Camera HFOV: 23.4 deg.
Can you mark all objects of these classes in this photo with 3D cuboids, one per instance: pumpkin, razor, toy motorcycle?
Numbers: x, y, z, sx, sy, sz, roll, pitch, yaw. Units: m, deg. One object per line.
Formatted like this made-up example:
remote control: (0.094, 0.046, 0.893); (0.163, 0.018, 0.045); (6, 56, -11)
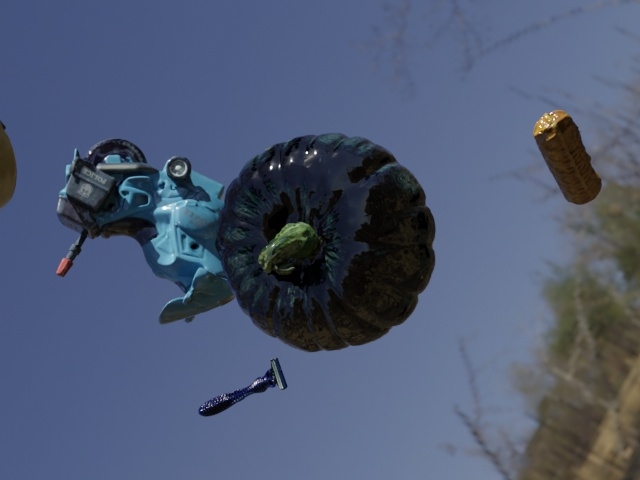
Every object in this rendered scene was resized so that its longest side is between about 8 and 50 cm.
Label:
pumpkin: (0.005, 0.000, 1.321); (0.194, 0.194, 0.150); (-56, -6, -15)
razor: (-0.104, 0.208, 2.106); (0.154, 0.044, 0.028); (-29, -15, 31)
toy motorcycle: (-0.191, -0.005, 1.812); (0.182, 0.272, 0.123); (-63, -4, -16)

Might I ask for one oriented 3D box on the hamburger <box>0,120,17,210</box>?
hamburger: (-0.325, -0.085, 1.182); (0.116, 0.210, 0.173); (-39, 7, -26)

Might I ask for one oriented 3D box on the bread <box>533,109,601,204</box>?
bread: (0.298, -0.098, 1.852); (0.052, 0.044, 0.157); (-47, -43, -9)
